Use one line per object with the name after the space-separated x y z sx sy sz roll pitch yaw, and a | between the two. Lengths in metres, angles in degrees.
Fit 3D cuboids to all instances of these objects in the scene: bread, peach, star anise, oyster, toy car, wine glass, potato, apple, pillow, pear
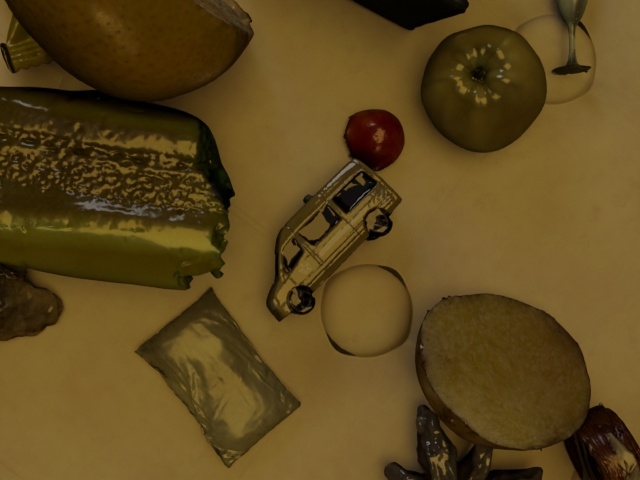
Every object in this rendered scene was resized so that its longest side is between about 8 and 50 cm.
0.432 0.329 1.303 0.073 0.160 0.161 -25 93 -6 | bread
0.085 -0.156 1.311 0.098 0.061 0.098 1 86 -14 | peach
0.198 0.423 1.282 0.315 0.139 0.360 -17 91 0 | star anise
-0.531 0.031 1.207 0.166 0.110 0.341 -38 107 0 | oyster
-0.309 -0.068 1.185 0.376 0.208 0.251 8 76 -8 | bread
0.000 0.000 1.281 0.256 0.101 0.124 -45 90 -7 | toy car
0.393 -0.364 1.354 0.066 0.066 0.198 0 87 -7 | wine glass
0.254 0.209 1.286 0.298 0.116 0.239 7 56 -23 | potato
0.239 -0.227 1.275 0.199 0.200 0.200 0 89 -7 | apple
-0.152 0.204 1.287 0.148 0.050 0.230 -38 94 -13 | pillow
-0.271 -0.304 1.121 0.340 0.386 0.191 42 103 12 | pear

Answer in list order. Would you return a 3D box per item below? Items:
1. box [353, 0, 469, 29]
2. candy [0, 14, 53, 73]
0.058 -0.469 1.193 0.345 0.251 0.205 25 92 -13 | box
-0.409 -0.401 1.237 0.187 0.081 0.297 -22 94 -27 | candy
